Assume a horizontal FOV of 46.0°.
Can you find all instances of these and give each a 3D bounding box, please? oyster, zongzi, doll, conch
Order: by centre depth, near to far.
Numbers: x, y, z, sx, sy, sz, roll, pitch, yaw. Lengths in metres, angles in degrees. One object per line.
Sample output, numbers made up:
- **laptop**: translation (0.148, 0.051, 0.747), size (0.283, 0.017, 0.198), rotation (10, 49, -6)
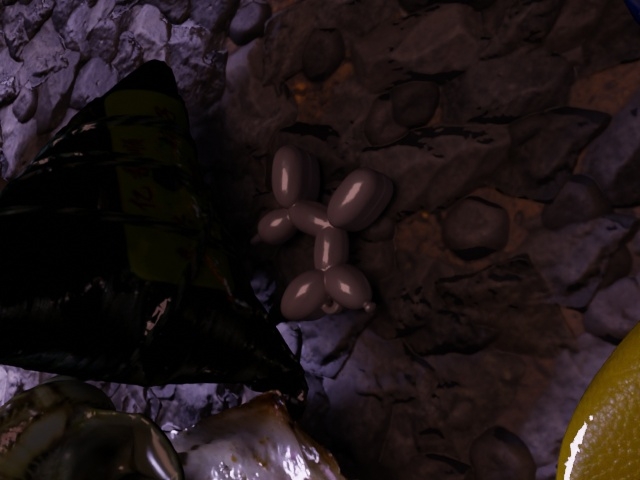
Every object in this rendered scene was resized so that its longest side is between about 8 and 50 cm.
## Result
- **conch**: translation (-0.208, 0.200, 0.671), size (0.187, 0.124, 0.181), rotation (-24, 80, 4)
- **zongzi**: translation (-0.239, 0.013, 0.697), size (0.383, 0.362, 0.319), rotation (49, 116, 37)
- **oyster**: translation (-0.093, 0.281, 0.711), size (0.361, 0.096, 0.221), rotation (-24, 65, 27)
- **doll**: translation (0.000, 0.000, 0.721), size (0.161, 0.059, 0.160), rotation (23, 95, 34)

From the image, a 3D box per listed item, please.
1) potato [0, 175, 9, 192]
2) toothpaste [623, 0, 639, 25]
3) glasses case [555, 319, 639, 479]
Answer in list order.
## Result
- **potato**: translation (-0.478, -0.028, 1.026), size (0.112, 0.112, 0.147), rotation (25, 90, 35)
- **toothpaste**: translation (0.339, -0.087, 0.502), size (0.076, 0.066, 0.320), rotation (-44, 60, 20)
- **glasses case**: translation (0.280, 0.076, 0.426), size (0.173, 0.141, 0.371), rotation (47, 129, 22)
